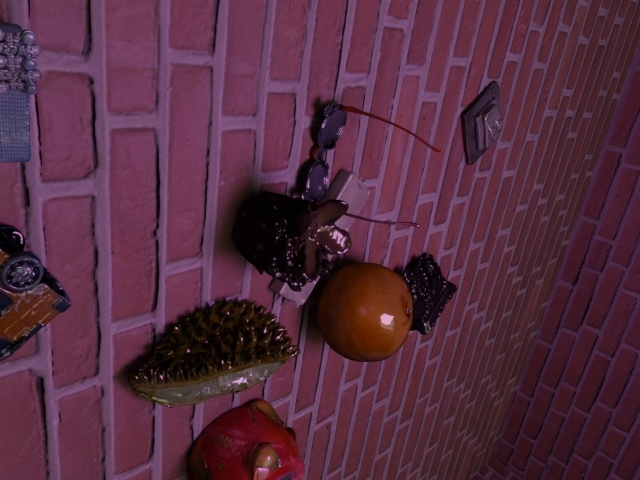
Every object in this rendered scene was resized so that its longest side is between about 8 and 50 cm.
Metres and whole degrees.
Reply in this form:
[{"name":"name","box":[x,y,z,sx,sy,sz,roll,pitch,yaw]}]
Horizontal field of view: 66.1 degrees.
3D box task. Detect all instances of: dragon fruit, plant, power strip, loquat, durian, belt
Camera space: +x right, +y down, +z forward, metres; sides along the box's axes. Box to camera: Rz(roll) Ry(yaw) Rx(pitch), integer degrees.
[{"name":"dragon fruit","box":[-0.168,0.568,1.214,0.290,0.189,0.291,-24,126,-37]},{"name":"plant","box":[-0.051,-0.001,0.999,0.178,0.234,0.204,13,95,-55]},{"name":"power strip","box":[0.524,-0.357,1.536,0.198,0.064,0.213,-47,137,-20]},{"name":"loquat","box":[0.114,0.181,1.276,0.263,0.263,0.263,-25,127,-37]},{"name":"durian","box":[-0.214,0.241,1.055,0.394,0.163,0.198,-10,145,-37]},{"name":"belt","box":[-0.395,-0.181,0.627,0.065,0.100,0.179,-12,122,-38]},{"name":"power strip","box":[0.000,0.000,1.191,0.367,0.043,0.106,-59,140,-5]}]

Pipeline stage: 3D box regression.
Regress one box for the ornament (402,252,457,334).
[{"name":"ornament","box":[0.318,0.148,1.584,0.251,0.106,0.260,-51,131,-24]}]

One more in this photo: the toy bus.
[{"name":"toy bus","box":[-0.477,0.029,0.625,0.167,0.138,0.275,-46,136,-16]}]

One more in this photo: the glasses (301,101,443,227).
[{"name":"glasses","box":[0.104,-0.154,1.052,0.118,0.268,0.234,-9,117,-65]}]
